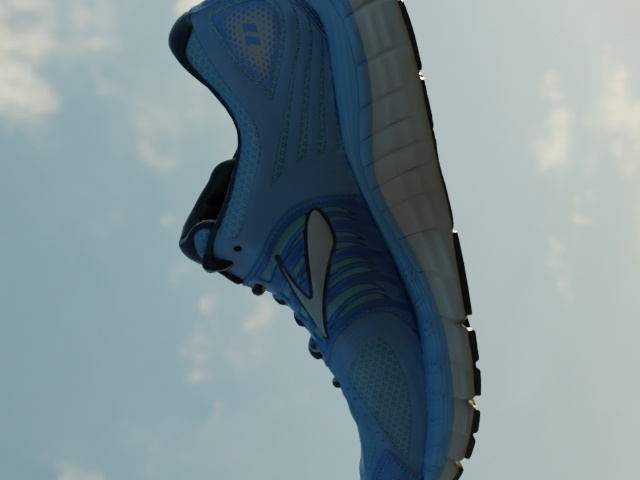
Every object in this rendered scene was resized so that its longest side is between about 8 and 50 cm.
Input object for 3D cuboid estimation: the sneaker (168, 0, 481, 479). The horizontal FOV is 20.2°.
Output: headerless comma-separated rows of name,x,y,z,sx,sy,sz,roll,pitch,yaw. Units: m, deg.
sneaker,0.000,0.000,0.489,0.063,0.073,0.162,-96,-7,-69
